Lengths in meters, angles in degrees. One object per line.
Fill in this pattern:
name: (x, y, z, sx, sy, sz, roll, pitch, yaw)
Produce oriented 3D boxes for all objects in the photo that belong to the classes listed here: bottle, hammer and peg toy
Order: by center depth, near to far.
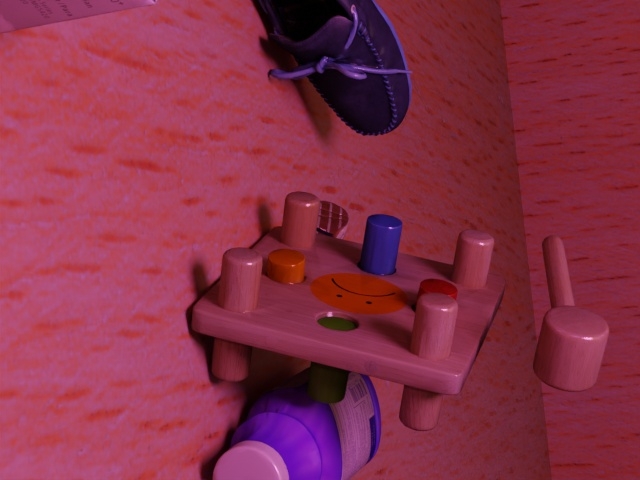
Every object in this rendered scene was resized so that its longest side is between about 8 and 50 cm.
hammer and peg toy: (0.088, 0.071, 1.278, 0.266, 0.361, 0.127, -50, 150, -65)
bottle: (-0.020, 0.197, 1.304, 0.283, 0.092, 0.118, -21, 102, -70)

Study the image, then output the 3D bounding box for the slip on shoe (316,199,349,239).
slip on shoe: (0.000, 0.000, 1.514, 0.135, 0.051, 0.041, -79, -165, -59)

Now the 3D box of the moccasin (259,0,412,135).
moccasin: (-0.017, -0.239, 1.457, 0.342, 0.137, 0.117, 55, 36, -28)

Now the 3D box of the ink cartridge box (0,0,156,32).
ink cartridge box: (-0.119, -0.301, 0.945, 0.066, 0.261, 0.296, 50, 38, -56)
